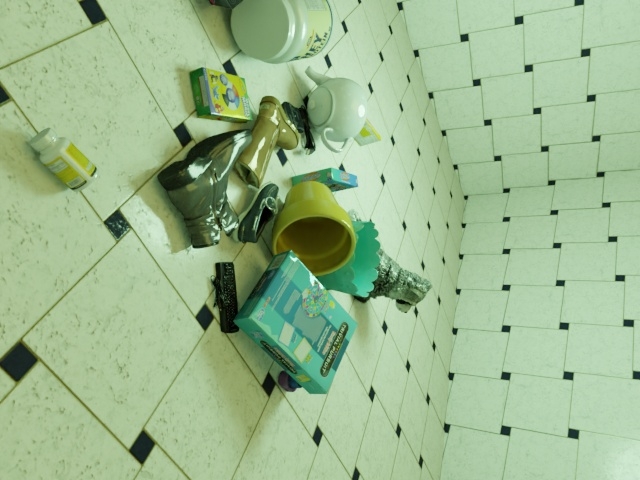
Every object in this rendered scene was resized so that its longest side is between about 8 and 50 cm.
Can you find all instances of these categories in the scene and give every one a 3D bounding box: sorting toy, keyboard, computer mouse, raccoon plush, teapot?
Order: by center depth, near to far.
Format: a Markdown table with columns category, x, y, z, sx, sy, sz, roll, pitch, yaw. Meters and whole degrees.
| category | x | y | z | sx | sy | sz | roll | pitch | yaw |
| --- | --- | --- | --- | --- | --- | --- | --- | --- | --- |
| keyboard | -0.243 | 0.152 | 1.337 | 0.100 | 0.038 | 0.192 | 2 | 80 | -61 |
| sorting toy | -0.043 | 0.289 | 1.577 | 0.127 | 0.126 | 0.365 | 44 | 45 | -49 |
| computer mouse | -0.089 | -0.383 | 1.754 | 0.262 | 0.060 | 0.184 | -36 | 110 | -72 |
| teapot | 0.037 | -0.482 | 1.857 | 0.187 | 0.256 | 0.252 | -3 | 120 | -40 |
| raccoon plush | 0.265 | 0.083 | 2.018 | 0.216 | 0.299 | 0.446 | -48 | 124 | -55 |

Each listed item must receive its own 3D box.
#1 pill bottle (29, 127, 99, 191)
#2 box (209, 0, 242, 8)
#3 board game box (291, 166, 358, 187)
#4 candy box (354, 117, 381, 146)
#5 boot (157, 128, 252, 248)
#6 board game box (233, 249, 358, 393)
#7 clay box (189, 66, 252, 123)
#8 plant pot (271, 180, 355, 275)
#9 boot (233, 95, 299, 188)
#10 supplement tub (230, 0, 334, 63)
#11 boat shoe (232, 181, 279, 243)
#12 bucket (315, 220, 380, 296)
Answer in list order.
| category | x | y | z | sx | sy | sz | roll | pitch | yaw |
| --- | --- | --- | --- | --- | --- | --- | --- | --- | --- |
| pill bottle | -0.483 | -0.153 | 0.947 | 0.116 | 0.065 | 0.065 | 56 | 37 | -40 |
| box | -0.222 | -0.798 | 1.388 | 0.270 | 0.143 | 0.165 | -45 | 135 | -10 |
| board game box | 0.019 | -0.209 | 1.793 | 0.210 | 0.160 | 0.047 | 2 | 80 | -62 |
| candy box | 0.182 | -0.491 | 2.230 | 0.206 | 0.105 | 0.027 | 37 | 51 | -53 |
| boot | -0.267 | -0.141 | 1.319 | 0.338 | 0.118 | 0.223 | -49 | 128 | -42 |
| board game box | -0.059 | 0.236 | 1.443 | 0.336 | 0.079 | 0.254 | 50 | 48 | -23 |
| clay box | -0.269 | -0.406 | 1.427 | 0.222 | 0.053 | 0.127 | -17 | 97 | -61 |
| plant pot | -0.027 | -0.056 | 1.589 | 0.239 | 0.254 | 0.254 | -96 | 159 | -49 |
| boot | -0.167 | -0.275 | 1.558 | 0.236 | 0.089 | 0.269 | 53 | 44 | -51 |
| supplement tub | -0.115 | -0.693 | 1.600 | 0.325 | 0.235 | 0.235 | -44 | 121 | -56 |
| boat shoe | -0.169 | -0.083 | 1.467 | 0.254 | 0.079 | 0.095 | -60 | 157 | -48 |
| bucket | 0.085 | 0.059 | 1.767 | 0.281 | 0.183 | 0.281 | 5 | 90 | -65 |
